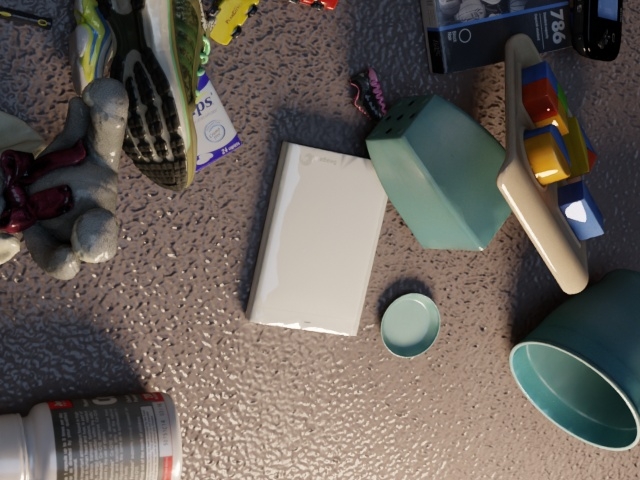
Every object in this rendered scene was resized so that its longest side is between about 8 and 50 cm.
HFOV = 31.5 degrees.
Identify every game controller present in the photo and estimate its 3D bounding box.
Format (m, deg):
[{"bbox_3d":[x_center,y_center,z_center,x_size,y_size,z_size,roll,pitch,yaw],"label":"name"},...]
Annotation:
[{"bbox_3d":[0.494,-0.476,1.987,0.166,0.067,0.319,-6,99,-47],"label":"game controller"}]

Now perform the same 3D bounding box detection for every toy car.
[{"bbox_3d":[-0.102,-0.445,1.791,0.239,0.053,0.225,-23,108,-18],"label":"toy car"}]

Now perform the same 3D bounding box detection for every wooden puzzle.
[{"bbox_3d":[0.400,-0.136,1.911,0.322,0.080,0.348,51,37,-37],"label":"wooden puzzle"}]

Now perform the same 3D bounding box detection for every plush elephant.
[{"bbox_3d":[-0.422,-0.074,1.621,0.255,0.330,0.272,6,73,-13],"label":"plush elephant"}]

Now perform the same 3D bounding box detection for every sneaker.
[{"bbox_3d":[-0.312,-0.328,1.707,0.126,0.091,0.240,-2,101,-23],"label":"sneaker"},{"bbox_3d":[0.082,-0.231,1.922,0.057,0.047,0.119,-15,107,4],"label":"sneaker"},{"bbox_3d":[-0.209,-0.279,1.670,0.182,0.158,0.410,-20,110,-44],"label":"sneaker"}]

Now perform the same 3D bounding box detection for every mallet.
[{"bbox_3d":[-0.488,-0.349,1.664,0.189,0.039,0.062,1,104,-27],"label":"mallet"}]

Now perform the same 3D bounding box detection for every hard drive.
[{"bbox_3d":[0.000,0.000,1.932,0.203,0.040,0.308,10,97,-24],"label":"hard drive"}]

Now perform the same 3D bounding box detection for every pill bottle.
[{"bbox_3d":[-0.372,0.328,1.779,0.283,0.161,0.161,-2,101,-22],"label":"pill bottle"}]

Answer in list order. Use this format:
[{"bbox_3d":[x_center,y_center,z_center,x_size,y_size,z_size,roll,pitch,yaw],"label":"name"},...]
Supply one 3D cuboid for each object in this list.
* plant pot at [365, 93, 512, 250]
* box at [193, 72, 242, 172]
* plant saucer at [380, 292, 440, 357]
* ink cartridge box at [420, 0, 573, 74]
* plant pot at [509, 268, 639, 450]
[{"bbox_3d":[0.198,-0.124,1.900,0.234,0.165,0.165,48,67,-24],"label":"plant pot"},{"bbox_3d":[-0.215,-0.181,1.788,0.126,0.072,0.137,-32,110,-14],"label":"box"},{"bbox_3d":[0.158,0.151,2.037,0.119,0.021,0.119,-4,102,-21],"label":"plant saucer"},{"bbox_3d":[0.336,-0.401,1.977,0.332,0.065,0.165,-16,106,-20],"label":"ink cartridge box"},{"bbox_3d":[0.530,0.199,2.085,0.255,0.271,0.272,-46,114,-25],"label":"plant pot"}]
